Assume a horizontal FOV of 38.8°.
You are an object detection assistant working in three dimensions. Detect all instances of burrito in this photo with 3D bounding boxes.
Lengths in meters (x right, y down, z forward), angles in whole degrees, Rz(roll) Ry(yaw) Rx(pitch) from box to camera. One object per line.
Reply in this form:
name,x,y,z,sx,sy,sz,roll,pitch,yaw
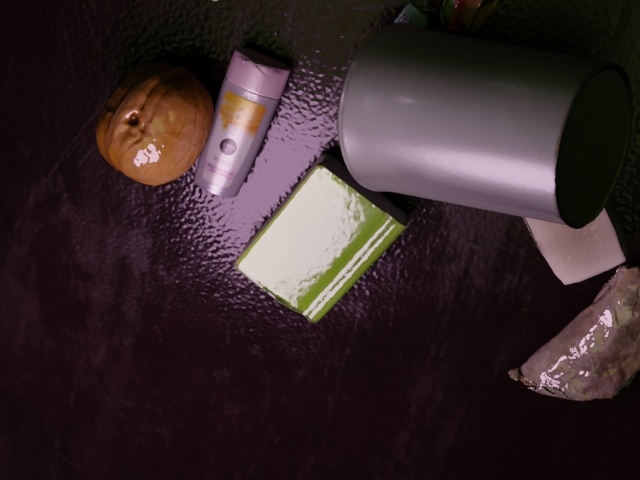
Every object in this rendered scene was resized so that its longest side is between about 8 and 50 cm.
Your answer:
burrito,0.533,0.196,1.697,0.175,0.107,0.348,44,111,5

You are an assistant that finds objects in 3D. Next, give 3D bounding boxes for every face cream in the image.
face cream,-0.150,-0.213,1.659,0.107,0.073,0.269,21,113,-8

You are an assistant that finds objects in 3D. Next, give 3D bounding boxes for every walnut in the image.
walnut,-0.293,-0.211,1.622,0.195,0.195,0.221,32,104,-4

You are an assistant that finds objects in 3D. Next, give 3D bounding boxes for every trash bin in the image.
trash bin,0.232,-0.184,1.424,0.432,0.280,0.280,18,119,38

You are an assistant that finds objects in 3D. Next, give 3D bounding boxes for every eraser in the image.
eraser,0.000,0.000,1.713,0.210,0.092,0.274,36,112,-7

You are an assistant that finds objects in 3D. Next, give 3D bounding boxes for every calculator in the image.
calculator,0.123,-0.334,1.591,0.057,0.018,0.172,39,115,-5

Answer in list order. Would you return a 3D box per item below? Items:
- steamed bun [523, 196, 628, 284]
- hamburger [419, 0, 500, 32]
steamed bun,0.425,-0.059,1.571,0.146,0.164,0.241,-26,107,20
hamburger,0.228,-0.427,1.458,0.137,0.175,0.175,36,114,8
